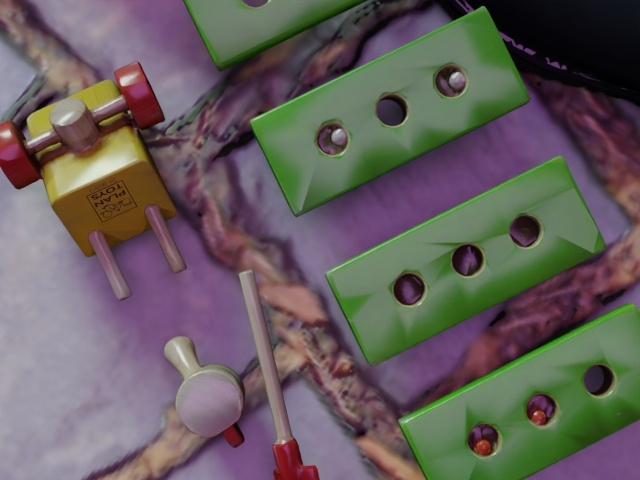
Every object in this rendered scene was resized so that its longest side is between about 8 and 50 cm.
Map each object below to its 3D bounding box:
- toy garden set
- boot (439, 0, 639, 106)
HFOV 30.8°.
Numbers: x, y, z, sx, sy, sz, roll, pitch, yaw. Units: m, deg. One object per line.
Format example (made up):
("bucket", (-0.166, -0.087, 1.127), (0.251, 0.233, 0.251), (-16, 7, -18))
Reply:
("toy garden set", (0.000, 0.000, 0.487), (0.204, 0.049, 0.244), (-26, 90, -3))
("boot", (0.158, -0.104, 0.430), (0.246, 0.207, 0.094), (33, 82, 1))
